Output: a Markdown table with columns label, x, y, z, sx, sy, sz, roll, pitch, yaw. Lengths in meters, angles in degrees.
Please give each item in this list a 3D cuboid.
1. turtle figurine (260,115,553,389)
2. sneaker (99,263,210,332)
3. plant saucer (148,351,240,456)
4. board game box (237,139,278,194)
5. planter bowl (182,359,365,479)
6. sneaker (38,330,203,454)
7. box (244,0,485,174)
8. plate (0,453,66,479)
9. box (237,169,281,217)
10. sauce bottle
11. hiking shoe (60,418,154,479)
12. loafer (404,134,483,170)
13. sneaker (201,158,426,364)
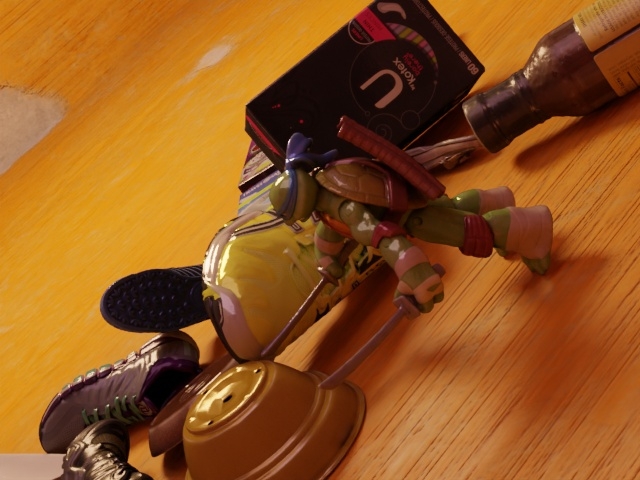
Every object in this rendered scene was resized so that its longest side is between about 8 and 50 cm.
| label | x | y | z | sx | sy | sz | roll | pitch | yaw |
| --- | --- | --- | --- | --- | --- | --- | --- | --- | --- |
| turtle figurine | 0.077 | 0.028 | 1.391 | 0.266 | 0.275 | 0.198 | -1 | -19 | -18 |
| sneaker | -0.169 | 0.071 | 1.741 | 0.232 | 0.081 | 0.090 | -8 | -8 | -30 |
| plant saucer | -0.130 | 0.171 | 1.565 | 0.168 | 0.029 | 0.168 | -40 | 6 | 5 |
| board game box | 0.038 | -0.191 | 2.111 | 0.347 | 0.056 | 0.208 | -31 | 17 | 18 |
| planter bowl | -0.069 | 0.184 | 1.408 | 0.217 | 0.090 | 0.217 | -33 | 21 | 14 |
| sneaker | -0.239 | 0.192 | 1.689 | 0.223 | 0.083 | 0.098 | -37 | 25 | 0 |
| box | 0.053 | -0.182 | 1.836 | 0.270 | 0.165 | 0.143 | -41 | -3 | -7 |
| plate | -0.422 | 0.315 | 1.624 | 0.278 | 0.045 | 0.277 | -23 | 8 | -39 |
| box | -0.061 | -0.049 | 1.969 | 0.109 | 0.042 | 0.178 | -32 | 22 | 13 |
| sauce bottle | 0.320 | -0.214 | 1.592 | 0.344 | 0.111 | 0.111 | -29 | 22 | 17 |
| hiking shoe | -0.215 | 0.269 | 1.506 | 0.114 | 0.086 | 0.227 | -17 | 31 | 15 |
| loafer | 0.153 | -0.102 | 1.746 | 0.045 | 0.039 | 0.125 | -10 | 0 | -45 |
| sneaker | 0.000 | 0.000 | 1.567 | 0.147 | 0.145 | 0.385 | -20 | 19 | 35 |
